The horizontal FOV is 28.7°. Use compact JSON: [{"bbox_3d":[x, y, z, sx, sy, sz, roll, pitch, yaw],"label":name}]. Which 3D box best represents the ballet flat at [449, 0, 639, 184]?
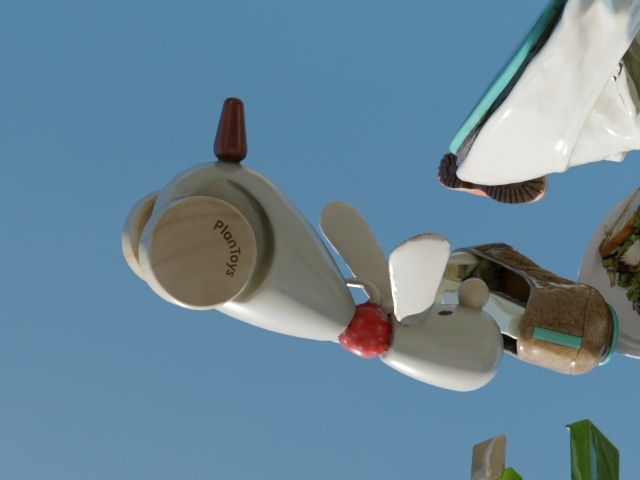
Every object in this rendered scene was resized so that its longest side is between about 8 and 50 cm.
[{"bbox_3d":[0.188,-0.133,0.697,0.139,0.400,0.139,8,-126,-12],"label":"ballet flat"}]

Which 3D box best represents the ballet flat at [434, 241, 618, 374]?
[{"bbox_3d":[0.176,0.065,1.315,0.124,0.342,0.116,7,-81,-19],"label":"ballet flat"}]

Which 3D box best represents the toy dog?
[{"bbox_3d":[0.000,0.000,0.992,0.334,0.220,0.161,20,-90,-41],"label":"toy dog"}]

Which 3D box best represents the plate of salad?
[{"bbox_3d":[0.333,0.019,1.215,0.048,0.200,0.200,34,-131,-39],"label":"plate of salad"}]

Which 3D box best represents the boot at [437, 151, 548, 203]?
[{"bbox_3d":[0.218,-0.071,1.443,0.085,0.158,0.059,13,-87,-36],"label":"boot"}]

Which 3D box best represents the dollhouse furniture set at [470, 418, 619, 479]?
[{"bbox_3d":[0.106,0.162,0.764,0.076,0.152,0.058,44,-144,-27],"label":"dollhouse furniture set"}]
